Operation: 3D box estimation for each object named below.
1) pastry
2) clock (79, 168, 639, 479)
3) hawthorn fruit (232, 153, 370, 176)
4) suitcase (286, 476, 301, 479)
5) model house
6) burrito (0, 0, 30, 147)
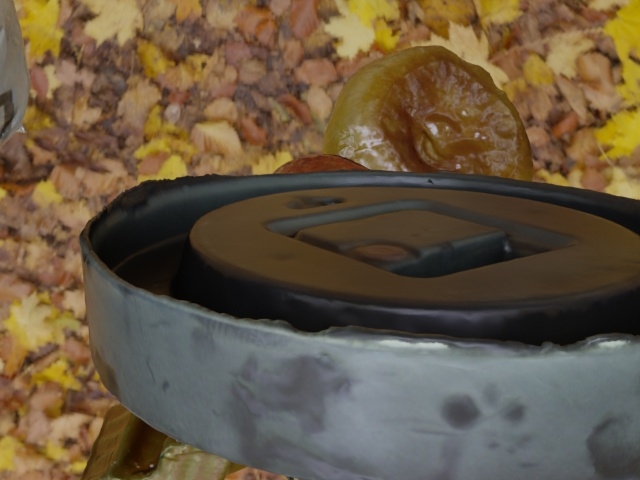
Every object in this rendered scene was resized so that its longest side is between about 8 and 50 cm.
[{"bbox_3d":[0.158,-0.117,1.550,0.355,0.164,0.356,4,80,-21],"label":"pastry"},{"bbox_3d":[0.048,0.022,0.509,0.325,0.325,0.067,1,104,-4],"label":"clock"},{"bbox_3d":[0.000,0.000,1.124,0.253,0.205,0.205,44,114,11],"label":"hawthorn fruit"},{"bbox_3d":[0.117,0.266,1.737,0.433,0.194,0.283,-28,81,-14],"label":"suitcase"},{"bbox_3d":[-0.205,0.270,1.423,0.268,0.239,0.173,-32,80,51],"label":"model house"},{"bbox_3d":[-0.350,0.003,0.636,0.445,0.101,0.139,-50,153,-18],"label":"burrito"}]
